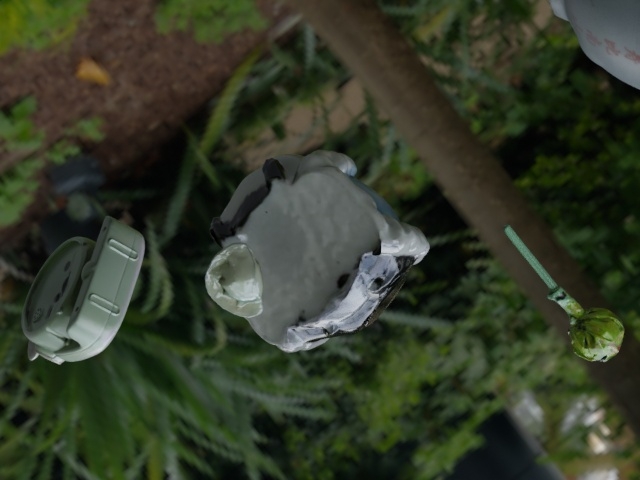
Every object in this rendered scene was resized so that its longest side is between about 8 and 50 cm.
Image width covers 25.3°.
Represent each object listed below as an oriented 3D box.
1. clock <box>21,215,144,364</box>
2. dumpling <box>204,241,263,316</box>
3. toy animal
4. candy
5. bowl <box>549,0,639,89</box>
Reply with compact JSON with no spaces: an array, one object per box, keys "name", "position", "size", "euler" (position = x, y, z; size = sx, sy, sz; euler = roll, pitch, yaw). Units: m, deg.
[{"name":"clock","position":[-0.279,0.064,1.609],"size":[0.191,0.062,0.151],"euler":[-23,-135,48]},{"name":"dumpling","position":[-0.087,0.040,1.446],"size":[0.059,0.043,0.077],"euler":[-16,135,-2]},{"name":"toy animal","position":[0.000,0.000,1.536],"size":[0.208,0.204,0.156],"euler":[-47,174,28]},{"name":"candy","position":[0.261,0.055,1.562],"size":[0.062,0.194,0.058],"euler":[-37,-168,22]},{"name":"bowl","position":[0.344,-0.316,1.590],"size":[0.157,0.345,0.345],"euler":[6,-166,22]}]
